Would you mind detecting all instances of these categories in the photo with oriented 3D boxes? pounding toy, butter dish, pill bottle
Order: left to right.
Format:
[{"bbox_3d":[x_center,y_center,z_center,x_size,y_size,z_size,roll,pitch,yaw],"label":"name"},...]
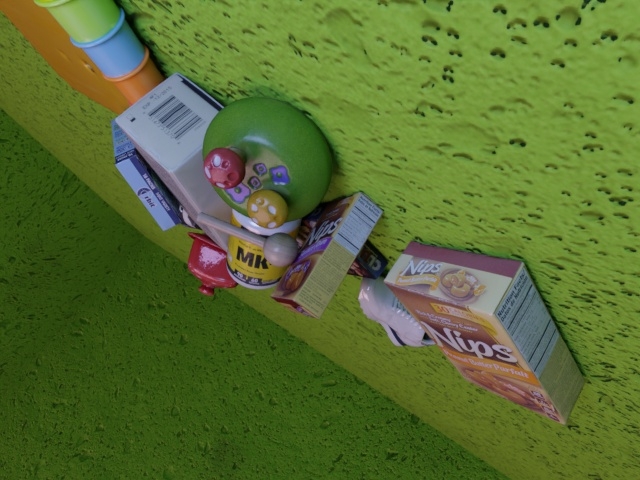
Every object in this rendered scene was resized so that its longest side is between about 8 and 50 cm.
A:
[{"bbox_3d":[-0.224,0.062,0.946,0.159,0.118,0.160,25,171,-5],"label":"butter dish"},{"bbox_3d":[-0.092,-0.059,0.582,0.182,0.110,0.237,22,127,0],"label":"pounding toy"},{"bbox_3d":[-0.097,-0.022,0.760,0.119,0.119,0.209,32,136,15],"label":"pill bottle"}]

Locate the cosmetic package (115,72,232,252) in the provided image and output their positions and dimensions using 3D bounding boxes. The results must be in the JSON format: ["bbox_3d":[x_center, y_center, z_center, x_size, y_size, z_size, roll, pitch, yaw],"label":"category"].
[{"bbox_3d":[-0.200,-0.117,0.769,0.153,0.129,0.296,40,164,19],"label":"cosmetic package"}]

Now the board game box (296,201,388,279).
[{"bbox_3d":[0.000,0.000,0.860,0.165,0.042,0.243,44,161,-23],"label":"board game box"}]

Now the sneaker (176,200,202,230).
[{"bbox_3d":[-0.239,-0.072,1.001,0.330,0.123,0.146,24,166,9],"label":"sneaker"}]

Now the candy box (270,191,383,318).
[{"bbox_3d":[0.007,0.021,0.658,0.053,0.187,0.109,39,162,-17],"label":"candy box"}]

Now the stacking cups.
[{"bbox_3d":[-0.306,-0.291,0.637,0.096,0.096,0.316,28,164,24],"label":"stacking cups"}]

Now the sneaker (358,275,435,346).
[{"bbox_3d":[0.161,0.139,0.874,0.094,0.090,0.235,0,145,43],"label":"sneaker"}]

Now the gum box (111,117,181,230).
[{"bbox_3d":[-0.328,-0.130,0.822,0.184,0.041,0.157,56,170,45],"label":"gum box"}]

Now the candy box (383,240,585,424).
[{"bbox_3d":[0.254,0.140,0.663,0.182,0.088,0.316,12,151,52],"label":"candy box"}]

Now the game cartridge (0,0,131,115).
[{"bbox_3d":[-0.456,-0.357,0.809,0.323,0.053,0.285,31,162,24],"label":"game cartridge"}]
